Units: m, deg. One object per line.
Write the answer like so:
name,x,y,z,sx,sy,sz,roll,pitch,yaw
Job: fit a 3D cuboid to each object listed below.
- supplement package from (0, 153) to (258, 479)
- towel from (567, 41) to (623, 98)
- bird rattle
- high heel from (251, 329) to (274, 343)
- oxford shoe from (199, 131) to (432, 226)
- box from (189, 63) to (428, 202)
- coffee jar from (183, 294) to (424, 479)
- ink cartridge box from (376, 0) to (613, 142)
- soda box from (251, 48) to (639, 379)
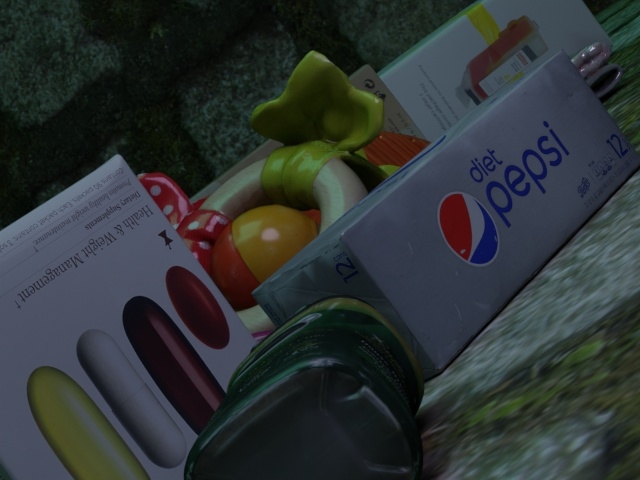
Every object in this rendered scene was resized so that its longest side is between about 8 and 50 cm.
supplement package,-0.145,0.100,0.873,0.149,0.203,0.194,-33,5,40
towel,0.142,-0.077,1.716,0.332,0.053,0.317,-37,4,-14
bird rattle,-0.051,-0.004,1.109,0.253,0.143,0.207,-28,39,8
high heel,-0.088,0.109,1.082,0.244,0.082,0.117,-48,20,33
oxford shoe,0.000,0.000,1.437,0.363,0.130,0.133,-19,-37,-38
box,-0.042,-0.049,1.763,0.311,0.121,0.148,-40,5,-33
coffee jar,-0.001,0.082,0.731,0.096,0.079,0.184,-39,4,8
ink cartridge box,0.154,-0.180,2.106,0.384,0.160,0.279,-38,4,-29
soda box,0.087,-0.012,0.997,0.091,0.098,0.286,-33,5,44
